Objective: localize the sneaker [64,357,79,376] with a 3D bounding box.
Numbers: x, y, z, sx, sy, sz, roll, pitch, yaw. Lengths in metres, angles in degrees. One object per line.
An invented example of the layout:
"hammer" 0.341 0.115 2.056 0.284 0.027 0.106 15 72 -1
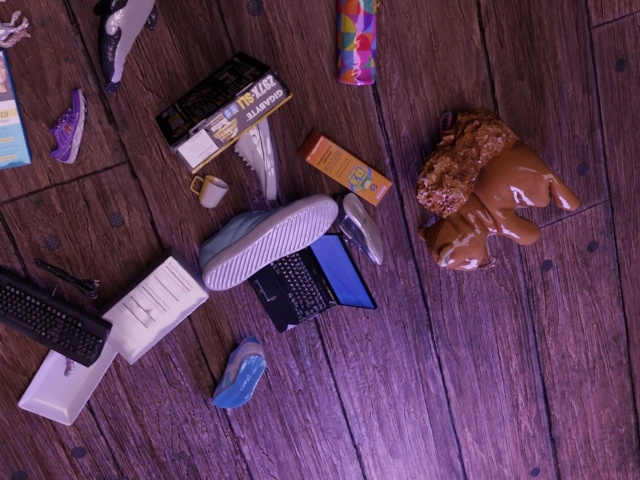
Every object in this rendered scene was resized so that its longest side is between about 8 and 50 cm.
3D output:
"sneaker" -0.604 0.273 1.895 0.069 0.038 0.098 32 88 -24

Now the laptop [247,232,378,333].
"laptop" -0.031 0.112 1.978 0.264 0.136 0.234 -27 112 2

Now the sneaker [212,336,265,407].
"sneaker" -0.211 0.350 2.065 0.087 0.092 0.228 20 122 -26

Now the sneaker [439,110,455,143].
"sneaker" 0.337 -0.277 2.035 0.057 0.047 0.119 -13 121 -20

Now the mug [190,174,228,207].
"mug" -0.264 -0.117 1.891 0.062 0.078 0.064 2 123 -54

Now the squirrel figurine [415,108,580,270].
"squirrel figurine" 0.380 -0.113 2.007 0.370 0.281 0.397 -44 121 15

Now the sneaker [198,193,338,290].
"sneaker" -0.140 -0.033 1.893 0.366 0.150 0.135 -29 143 4

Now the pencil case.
"pencil case" 0.089 -0.481 1.843 0.105 0.104 0.236 -4 112 -17

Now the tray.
"tray" -0.611 0.318 1.945 0.145 0.030 0.270 30 98 -26

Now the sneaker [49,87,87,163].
"sneaker" -0.551 -0.251 1.732 0.071 0.068 0.169 14 105 -17

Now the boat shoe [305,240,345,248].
"boat shoe" 0.000 0.000 2.022 0.137 0.043 0.049 16 125 -6

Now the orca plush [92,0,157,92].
"orca plush" -0.435 -0.467 1.698 0.151 0.102 0.287 -30 142 -57

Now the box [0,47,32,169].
"box" -0.689 -0.275 1.678 0.101 0.060 0.244 -13 113 -14

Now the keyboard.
"keyboard" -0.616 0.142 1.794 0.317 0.033 0.201 26 102 4

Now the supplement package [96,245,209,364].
"supplement package" -0.398 0.150 1.880 0.244 0.139 0.134 -41 104 1

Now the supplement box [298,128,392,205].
"supplement box" 0.063 -0.180 1.958 0.233 0.080 0.078 30 101 -28

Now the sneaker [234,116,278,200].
"sneaker" -0.155 -0.217 1.875 0.091 0.094 0.258 -8 109 4

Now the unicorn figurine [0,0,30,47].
"unicorn figurine" -0.674 -0.461 1.613 0.111 0.060 0.162 -36 115 -6

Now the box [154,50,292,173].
"box" -0.216 -0.283 1.689 0.257 0.322 0.079 -40 115 -2

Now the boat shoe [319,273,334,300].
"boat shoe" 0.028 0.098 2.066 0.056 0.048 0.153 -12 113 -14

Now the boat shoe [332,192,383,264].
"boat shoe" 0.094 -0.026 2.040 0.079 0.084 0.233 -14 129 29
